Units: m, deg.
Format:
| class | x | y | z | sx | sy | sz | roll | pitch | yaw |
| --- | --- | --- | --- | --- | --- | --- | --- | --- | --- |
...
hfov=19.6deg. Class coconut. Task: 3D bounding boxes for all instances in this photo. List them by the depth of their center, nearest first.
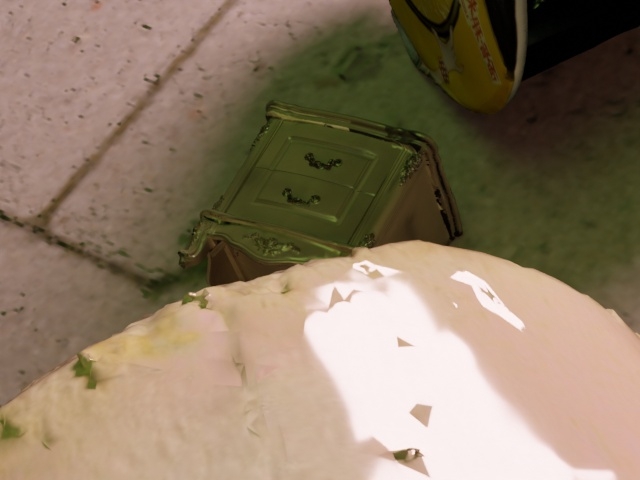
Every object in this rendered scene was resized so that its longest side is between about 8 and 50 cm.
| class | x | y | z | sx | sy | sz | roll | pitch | yaw |
| --- | --- | --- | --- | --- | --- | --- | --- | --- | --- |
| coconut | 0.028 | 0.189 | 0.436 | 0.297 | 0.297 | 0.309 | -24 | 44 | -2 |

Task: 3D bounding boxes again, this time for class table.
| class | x | y | z | sx | sy | sz | roll | pitch | yaw |
| --- | --- | --- | --- | --- | --- | --- | --- | --- | --- |
| table | 0.000 | 0.000 | 0.733 | 0.079 | 0.062 | 0.083 | 15 | 59 | 28 |

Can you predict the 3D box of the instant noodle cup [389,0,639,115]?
| class | x | y | z | sx | sy | sz | roll | pitch | yaw |
| --- | --- | --- | --- | --- | --- | --- | --- | --- | --- |
| instant noodle cup | 0.136 | -0.183 | 0.762 | 0.236 | 0.215 | 0.215 | -18 | 48 | -9 |
